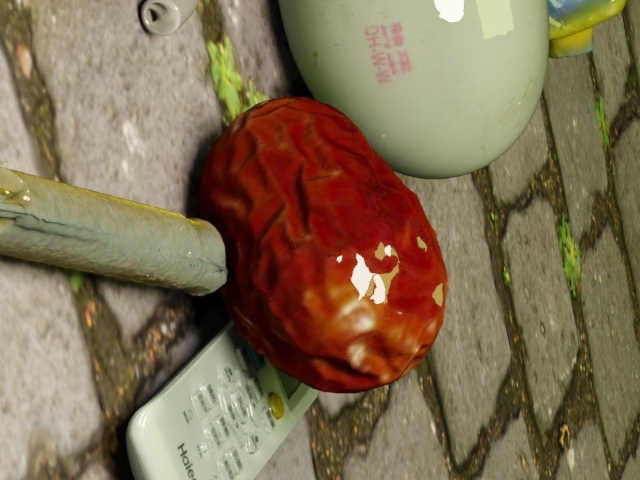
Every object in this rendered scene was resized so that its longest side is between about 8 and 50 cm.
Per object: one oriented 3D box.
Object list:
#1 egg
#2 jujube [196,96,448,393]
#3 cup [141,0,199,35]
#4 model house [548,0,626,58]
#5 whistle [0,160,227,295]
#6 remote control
[{"bbox_3d":[0.072,-0.234,1.624,0.230,0.230,0.371,-25,99,-66],"label":"egg"},{"bbox_3d":[0.000,0.000,1.422,0.174,0.174,0.250,57,10,-45],"label":"jujube"},{"bbox_3d":[-0.082,-0.285,1.347,0.173,0.167,0.300,-57,166,-59],"label":"cup"},{"bbox_3d":[0.181,-0.330,1.824,0.237,0.215,0.303,-152,-133,-65],"label":"model house"},{"bbox_3d":[-0.155,-0.008,1.234,0.326,0.068,0.057,18,76,-66],"label":"whistle"},{"bbox_3d":[-0.072,0.124,1.406,0.103,0.051,0.293,70,23,-10],"label":"remote control"}]
